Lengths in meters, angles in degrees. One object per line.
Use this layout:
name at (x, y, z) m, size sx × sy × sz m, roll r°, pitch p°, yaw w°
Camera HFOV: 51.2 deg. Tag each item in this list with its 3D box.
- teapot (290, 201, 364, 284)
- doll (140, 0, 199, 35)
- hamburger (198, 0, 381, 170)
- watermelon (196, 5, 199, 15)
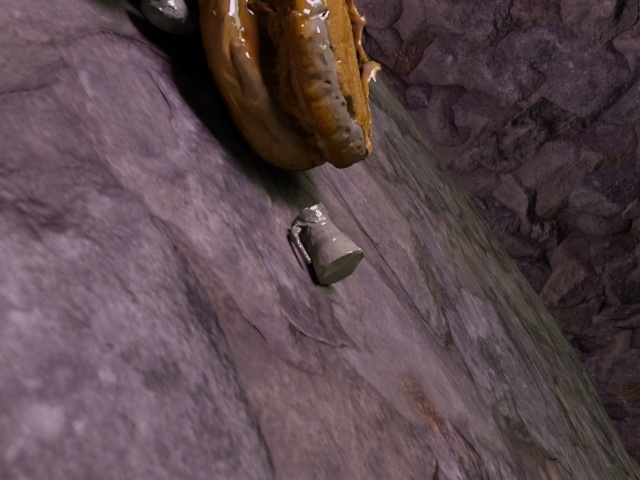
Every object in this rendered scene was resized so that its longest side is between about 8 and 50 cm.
teapot at (0.000, 0.000, 0.708) m, size 0.067 × 0.057 × 0.083 m, roll -11°, pitch 59°, yaw -40°
doll at (-0.174, -0.300, 0.729) m, size 0.103 × 0.071 × 0.214 m, roll 32°, pitch 30°, yaw -53°
hamburger at (-0.028, -0.221, 0.767) m, size 0.318 × 0.158 × 0.319 m, roll -12°, pitch 90°, yaw -73°
watermelon at (-0.123, -0.327, 0.898) m, size 0.145 × 0.137 × 0.193 m, roll 83°, pitch -4°, yaw -46°
